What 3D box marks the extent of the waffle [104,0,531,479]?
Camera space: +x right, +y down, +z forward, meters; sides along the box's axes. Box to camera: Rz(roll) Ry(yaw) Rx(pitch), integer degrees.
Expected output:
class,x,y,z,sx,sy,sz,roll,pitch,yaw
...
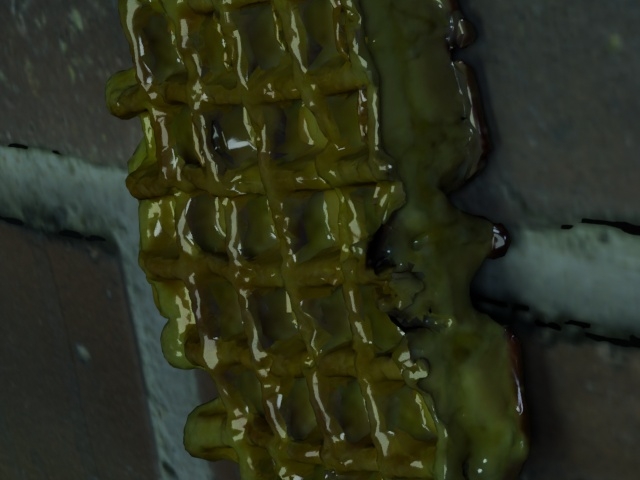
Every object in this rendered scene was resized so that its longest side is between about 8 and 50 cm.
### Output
class,x,y,z,sx,sy,sz,roll,pitch,yaw
waffle,0.001,-0.001,0.780,0.283,0.065,0.309,50,143,28
